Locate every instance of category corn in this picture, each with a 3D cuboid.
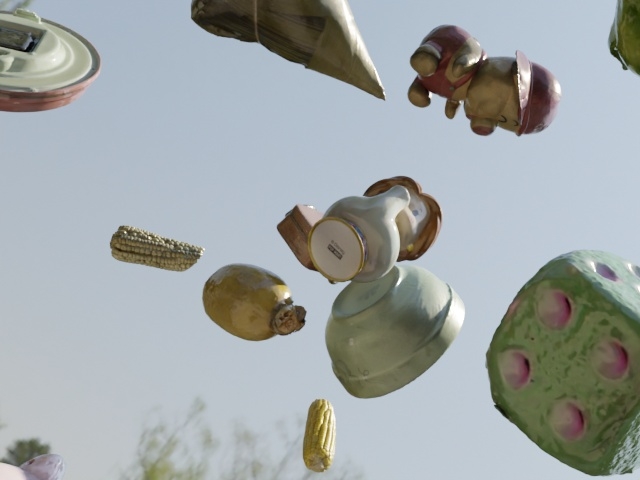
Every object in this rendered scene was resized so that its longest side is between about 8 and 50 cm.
[{"bbox_3d":[-0.002,0.392,1.982,0.067,0.206,0.067,1,-65,1],"label":"corn"},{"bbox_3d":[-0.377,0.027,2.251,0.211,0.087,0.087,17,-28,-11],"label":"corn"}]

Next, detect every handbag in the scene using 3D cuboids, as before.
[{"bbox_3d":[0.000,0.000,2.016,0.151,0.072,0.193,53,19,28],"label":"handbag"}]

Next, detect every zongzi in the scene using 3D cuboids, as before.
[{"bbox_3d":[0.000,-0.344,1.240,0.300,0.145,0.274,29,-44,2],"label":"zongzi"}]

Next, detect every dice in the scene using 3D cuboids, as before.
[{"bbox_3d":[0.527,0.223,1.839,0.330,0.318,0.322,45,-62,37],"label":"dice"}]

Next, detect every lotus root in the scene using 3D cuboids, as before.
[{"bbox_3d":[-0.150,0.120,1.974,0.131,0.146,0.303,23,-4,-36],"label":"lotus root"}]

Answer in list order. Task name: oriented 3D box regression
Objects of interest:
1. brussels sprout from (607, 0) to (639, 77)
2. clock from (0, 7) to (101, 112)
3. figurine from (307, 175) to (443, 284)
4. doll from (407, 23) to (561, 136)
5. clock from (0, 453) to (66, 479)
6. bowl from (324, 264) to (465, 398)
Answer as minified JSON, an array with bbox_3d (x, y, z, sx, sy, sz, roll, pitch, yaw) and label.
[{"bbox_3d":[0.539,-0.320,1.366,0.259,0.294,0.227,-7,-16,-9],"label":"brussels sprout"},{"bbox_3d":[-0.412,-0.247,1.290,0.244,0.244,0.056,29,-54,15],"label":"clock"},{"bbox_3d":[0.093,-0.016,1.551,0.142,0.263,0.189,48,-55,14],"label":"figurine"},{"bbox_3d":[0.274,-0.256,1.638,0.256,0.196,0.152,23,-75,8],"label":"doll"},{"bbox_3d":[-0.454,0.428,1.180,0.368,0.377,0.250,-33,-65,15],"label":"clock"},{"bbox_3d":[0.132,0.162,2.011,0.307,0.307,0.163,-9,-57,52],"label":"bowl"}]
